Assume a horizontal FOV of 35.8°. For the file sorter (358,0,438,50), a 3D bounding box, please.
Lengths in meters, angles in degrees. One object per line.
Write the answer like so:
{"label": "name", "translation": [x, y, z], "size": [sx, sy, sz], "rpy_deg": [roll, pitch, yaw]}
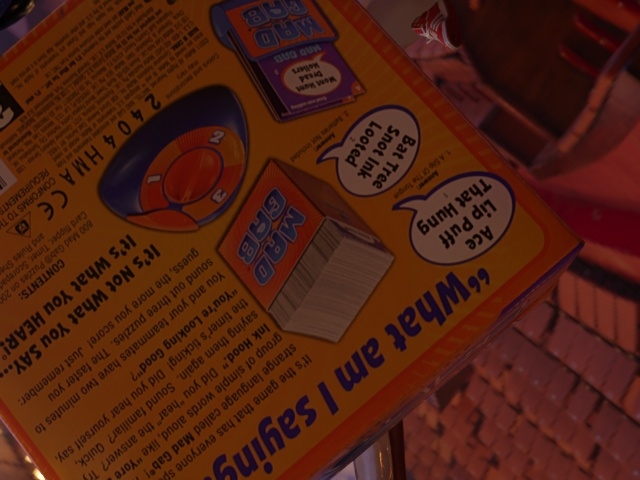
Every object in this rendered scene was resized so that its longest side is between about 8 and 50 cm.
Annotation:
{"label": "file sorter", "translation": [0.067, -0.397, 1.531], "size": [0.173, 0.193, 0.277], "rpy_deg": [50, 175, 12]}

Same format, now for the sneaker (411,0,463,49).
{"label": "sneaker", "translation": [0.173, -0.311, 1.484], "size": [0.042, 0.067, 0.118], "rpy_deg": [39, -147, -31]}

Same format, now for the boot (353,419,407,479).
{"label": "boot", "translation": [0.080, 0.375, 1.432], "size": [0.089, 0.269, 0.236], "rpy_deg": [-4, 166, -23]}

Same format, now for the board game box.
{"label": "board game box", "translation": [-0.060, 0.013, 0.803], "size": [0.356, 0.356, 0.356], "rpy_deg": [50, 180, 12]}

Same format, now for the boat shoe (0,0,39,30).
{"label": "boat shoe", "translation": [-0.328, -0.226, 0.783], "size": [0.156, 0.187, 0.500], "rpy_deg": [60, -176, -13]}
